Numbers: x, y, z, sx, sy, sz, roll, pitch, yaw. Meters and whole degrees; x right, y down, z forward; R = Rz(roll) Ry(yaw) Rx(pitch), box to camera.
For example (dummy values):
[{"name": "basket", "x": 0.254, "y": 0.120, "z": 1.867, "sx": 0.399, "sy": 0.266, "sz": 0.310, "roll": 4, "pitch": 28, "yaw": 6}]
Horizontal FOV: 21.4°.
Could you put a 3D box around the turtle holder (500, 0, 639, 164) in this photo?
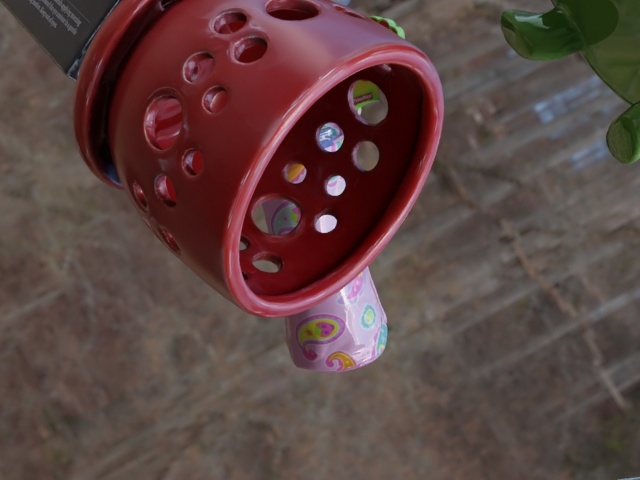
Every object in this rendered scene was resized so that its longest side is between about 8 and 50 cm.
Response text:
[{"name": "turtle holder", "x": 0.242, "y": -0.192, "z": 0.958, "sx": 0.320, "sy": 0.227, "sz": 0.243, "roll": -154, "pitch": -137, "yaw": -72}]

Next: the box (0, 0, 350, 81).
[{"name": "box", "x": -0.116, "y": -0.280, "z": 1.495, "sx": 0.179, "sy": 0.312, "sz": 0.343, "roll": 32, "pitch": 8, "yaw": -34}]

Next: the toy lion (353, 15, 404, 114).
[{"name": "toy lion", "x": 0.047, "y": -0.179, "z": 1.743, "sx": 0.100, "sy": 0.034, "sz": 0.096, "roll": -16, "pitch": -94, "yaw": 32}]

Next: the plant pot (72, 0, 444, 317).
[{"name": "plant pot", "x": -0.047, "y": -0.075, "z": 1.053, "sx": 0.174, "sy": 0.191, "sz": 0.191, "roll": 36, "pitch": -29, "yaw": 27}]

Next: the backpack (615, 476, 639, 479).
[{"name": "backpack", "x": 0.183, "y": 0.244, "z": 0.891, "sx": 0.253, "sy": 0.225, "sz": 0.191, "roll": -82, "pitch": 159, "yaw": -54}]

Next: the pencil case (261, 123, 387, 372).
[{"name": "pencil case", "x": 0.000, "y": 0.000, "z": 1.843, "sx": 0.124, "sy": 0.124, "sz": 0.284, "roll": 30, "pitch": -45, "yaw": 57}]
